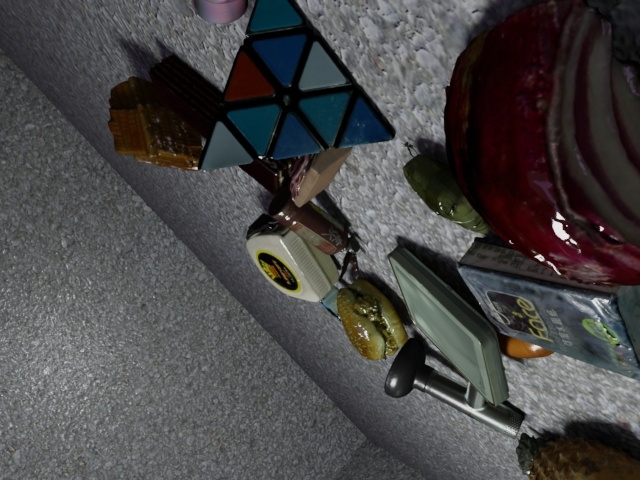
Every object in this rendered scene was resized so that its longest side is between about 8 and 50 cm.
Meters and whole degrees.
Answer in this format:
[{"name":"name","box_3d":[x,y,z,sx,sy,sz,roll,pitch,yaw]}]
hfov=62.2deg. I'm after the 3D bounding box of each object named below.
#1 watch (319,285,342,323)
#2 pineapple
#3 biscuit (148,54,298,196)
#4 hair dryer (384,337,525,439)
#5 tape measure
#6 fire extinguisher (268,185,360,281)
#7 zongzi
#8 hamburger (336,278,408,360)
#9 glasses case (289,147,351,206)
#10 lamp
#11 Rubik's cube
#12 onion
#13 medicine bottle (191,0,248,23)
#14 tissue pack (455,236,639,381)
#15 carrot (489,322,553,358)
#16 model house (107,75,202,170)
[{"name":"watch","box_3d":[0.062,0.220,1.534,0.276,0.068,0.274,45,168,-6]},{"name":"pineapple","box_3d":[0.486,0.472,1.058,0.202,0.202,0.362,45,172,-1]},{"name":"biscuit","box_3d":[-0.208,-0.245,1.127,0.388,0.073,0.107,40,161,13]},{"name":"hair dryer","box_3d":[0.314,0.298,1.232,0.320,0.156,0.284,16,128,32]},{"name":"tape measure","box_3d":[-0.090,0.017,1.371,0.231,0.133,0.271,9,140,48]},{"name":"fire extinguisher","box_3d":[-0.002,-0.004,1.119,0.252,0.106,0.075,36,175,-30]},{"name":"zongzi","box_3d":[0.170,-0.070,0.759,0.154,0.062,0.130,43,-174,36]},{"name":"hamburger","box_3d":[0.112,0.191,1.295,0.189,0.122,0.215,50,168,43]},{"name":"glasses case","box_3d":[-0.025,-0.125,0.957,0.070,0.102,0.193,50,162,3]},{"name":"lamp","box_3d":[0.239,0.161,1.002,0.269,0.047,0.266,47,171,44]},{"name":"Rubik's cube","box_3d":[-0.071,-0.250,0.829,0.234,0.284,0.250,-123,18,-75]},{"name":"onion","box_3d":[0.223,-0.047,0.537,0.314,0.146,0.280,42,166,-7]},{"name":"medicine bottle","box_3d":[-0.134,-0.368,0.661,0.119,0.094,0.188,40,161,9]},{"name":"tissue pack","box_3d":[0.320,0.087,0.724,0.235,0.073,0.173,15,148,55]},{"name":"carrot","box_3d":[0.327,0.170,0.929,0.066,0.062,0.271,13,170,-11]},{"name":"model house","box_3d":[-0.392,-0.277,1.268,0.229,0.220,0.199,166,102,-82]}]
